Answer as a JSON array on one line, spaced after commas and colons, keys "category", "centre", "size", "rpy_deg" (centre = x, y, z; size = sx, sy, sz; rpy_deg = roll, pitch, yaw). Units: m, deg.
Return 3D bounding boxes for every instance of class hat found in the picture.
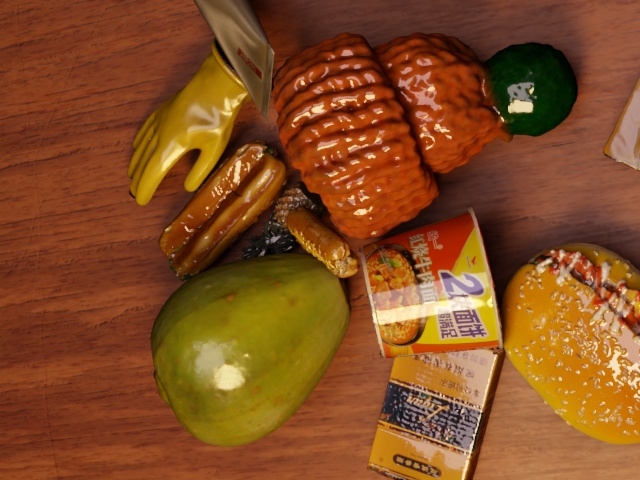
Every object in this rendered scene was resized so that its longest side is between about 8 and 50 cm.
[{"category": "hat", "centre": [0.141, -0.193, 1.816], "size": [0.400, 0.285, 0.285], "rpy_deg": [-27, 85, 16]}]

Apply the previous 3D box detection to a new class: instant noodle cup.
[{"category": "instant noodle cup", "centre": [0.152, 0.071, 1.836], "size": [0.174, 0.213, 0.213], "rpy_deg": [-12, 90, 3]}]

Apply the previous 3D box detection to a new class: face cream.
[{"category": "face cream", "centre": [-0.133, -0.336, 1.923], "size": [0.137, 0.084, 0.341], "rpy_deg": [100, 150, -49]}]

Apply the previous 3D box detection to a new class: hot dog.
[{"category": "hot dog", "centre": [-0.154, -0.049, 2.036], "size": [0.269, 0.072, 0.115], "rpy_deg": [-44, 72, 22]}, {"category": "hot dog", "centre": [0.000, 0.000, 1.896], "size": [0.045, 0.071, 0.165], "rpy_deg": [-43, 36, -6]}]

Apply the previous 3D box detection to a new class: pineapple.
[{"category": "pineapple", "centre": [-0.061, -0.019, 2.008], "size": [0.074, 0.074, 0.159], "rpy_deg": [48, 113, 11]}]

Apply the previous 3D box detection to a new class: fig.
[{"category": "fig", "centre": [-0.100, 0.145, 1.953], "size": [0.326, 0.258, 0.258], "rpy_deg": [-36, 81, -1]}]

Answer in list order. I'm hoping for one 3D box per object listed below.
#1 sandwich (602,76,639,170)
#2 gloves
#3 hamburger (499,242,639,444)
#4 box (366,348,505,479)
[{"category": "sandwich", "centre": [0.473, -0.167, 1.786], "size": [0.113, 0.079, 0.163], "rpy_deg": [27, 102, 15]}, {"category": "gloves", "centre": [-0.209, -0.175, 2.036], "size": [0.116, 0.133, 0.294], "rpy_deg": [32, 116, -28]}, {"category": "hamburger", "centre": [0.383, 0.141, 1.813], "size": [0.295, 0.151, 0.227], "rpy_deg": [43, 110, 11]}, {"category": "box", "centre": [0.173, 0.249, 1.945], "size": [0.152, 0.070, 0.237], "rpy_deg": [17, 98, 19]}]
